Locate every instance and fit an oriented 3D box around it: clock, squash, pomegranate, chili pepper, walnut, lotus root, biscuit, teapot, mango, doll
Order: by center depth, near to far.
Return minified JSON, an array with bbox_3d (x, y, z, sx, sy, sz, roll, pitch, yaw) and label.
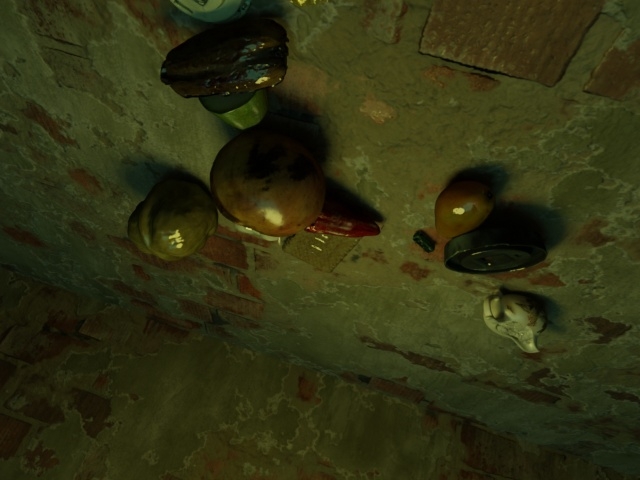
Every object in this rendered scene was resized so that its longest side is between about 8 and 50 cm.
[{"bbox_3d":[-0.255,-0.550,1.030,0.237,0.053,0.236,15,148,10],"label":"clock"},{"bbox_3d":[-0.234,-0.412,1.107,0.330,0.167,0.078,-5,178,21],"label":"lotus root"},{"bbox_3d":[-0.201,-0.355,1.203,0.170,0.170,0.123,4,159,24],"label":"squash"},{"bbox_3d":[0.374,-0.079,1.335,0.139,0.113,0.253,14,155,-3],"label":"mango"},{"bbox_3d":[-0.143,-0.153,1.351,0.322,0.322,0.322,14,147,9],"label":"pomegranate"},{"bbox_3d":[0.492,0.034,1.402,0.281,0.055,0.280,0,160,0],"label":"clock"},{"bbox_3d":[0.063,-0.059,1.521,0.253,0.136,0.144,16,153,-25],"label":"chili pepper"},{"bbox_3d":[0.652,0.267,1.674,0.298,0.139,0.204,33,148,-20],"label":"teapot"},{"bbox_3d":[-0.204,-0.063,1.679,0.181,0.110,0.107,18,149,0],"label":"doll"},{"bbox_3d":[-0.502,-0.068,1.689,0.282,0.276,0.253,23,144,16],"label":"walnut"},{"bbox_3d":[0.000,0.000,1.719,0.217,0.044,0.325,25,147,-6],"label":"biscuit"}]

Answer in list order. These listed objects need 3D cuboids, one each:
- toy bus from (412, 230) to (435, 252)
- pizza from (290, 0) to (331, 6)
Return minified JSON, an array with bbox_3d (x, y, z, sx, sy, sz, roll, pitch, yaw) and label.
[{"bbox_3d":[0.327,0.005,1.555,0.083,0.037,0.031,38,144,-25],"label":"toy bus"},{"bbox_3d":[-0.022,-0.509,0.976,0.160,0.035,0.099,8,146,18],"label":"pizza"}]
